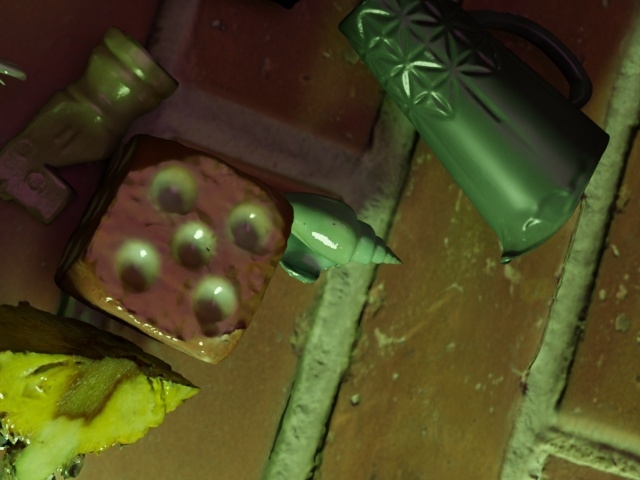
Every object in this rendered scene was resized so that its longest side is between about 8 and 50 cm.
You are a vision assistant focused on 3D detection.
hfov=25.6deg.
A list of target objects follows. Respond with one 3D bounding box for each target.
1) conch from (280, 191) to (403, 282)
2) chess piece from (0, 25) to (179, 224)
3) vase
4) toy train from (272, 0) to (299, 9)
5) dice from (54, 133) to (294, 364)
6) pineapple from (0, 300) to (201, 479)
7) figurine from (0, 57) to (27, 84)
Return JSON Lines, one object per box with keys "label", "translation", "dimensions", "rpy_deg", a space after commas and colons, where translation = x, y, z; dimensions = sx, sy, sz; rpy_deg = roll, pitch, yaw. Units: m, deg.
{"label": "conch", "translation": [0.002, -0.006, 1.454], "dimensions": [0.180, 0.088, 0.065], "rpy_deg": [23, 38, -7]}
{"label": "chess piece", "translation": [-0.237, -0.110, 1.375], "dimensions": [0.090, 0.090, 0.200], "rpy_deg": [43, 88, -12]}
{"label": "vase", "translation": [0.163, -0.156, 1.469], "dimensions": [0.301, 0.156, 0.251], "rpy_deg": [45, 61, -5]}
{"label": "toy train", "translation": [-0.082, -0.307, 1.421], "dimensions": [0.228, 0.091, 0.136], "rpy_deg": [23, 92, -17]}
{"label": "dice", "translation": [-0.142, 0.007, 1.345], "dimensions": [0.179, 0.174, 0.175], "rpy_deg": [25, 83, -14]}
{"label": "pineapple", "translation": [-0.258, 0.147, 1.325], "dimensions": [0.250, 0.140, 0.164], "rpy_deg": [8, 111, -46]}
{"label": "figurine", "translation": [-0.436, -0.161, 1.242], "dimensions": [0.316, 0.284, 0.206], "rpy_deg": [32, 81, 14]}
